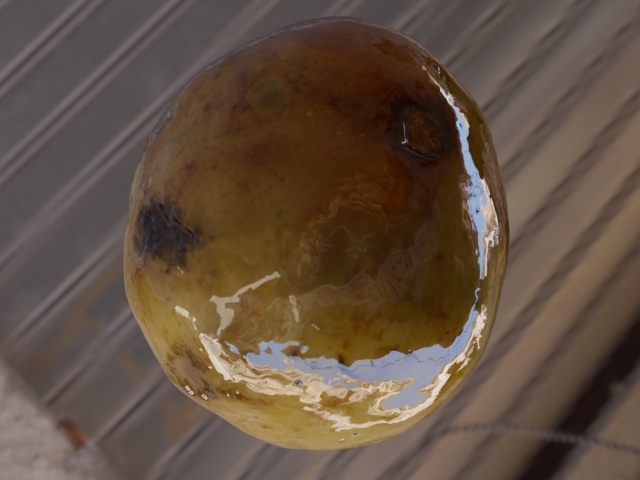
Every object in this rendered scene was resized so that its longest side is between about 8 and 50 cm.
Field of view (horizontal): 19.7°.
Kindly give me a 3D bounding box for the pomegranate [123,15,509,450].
[{"bbox_3d":[0.000,0.000,1.125,0.260,0.260,0.260,-42,-172,7],"label":"pomegranate"}]
